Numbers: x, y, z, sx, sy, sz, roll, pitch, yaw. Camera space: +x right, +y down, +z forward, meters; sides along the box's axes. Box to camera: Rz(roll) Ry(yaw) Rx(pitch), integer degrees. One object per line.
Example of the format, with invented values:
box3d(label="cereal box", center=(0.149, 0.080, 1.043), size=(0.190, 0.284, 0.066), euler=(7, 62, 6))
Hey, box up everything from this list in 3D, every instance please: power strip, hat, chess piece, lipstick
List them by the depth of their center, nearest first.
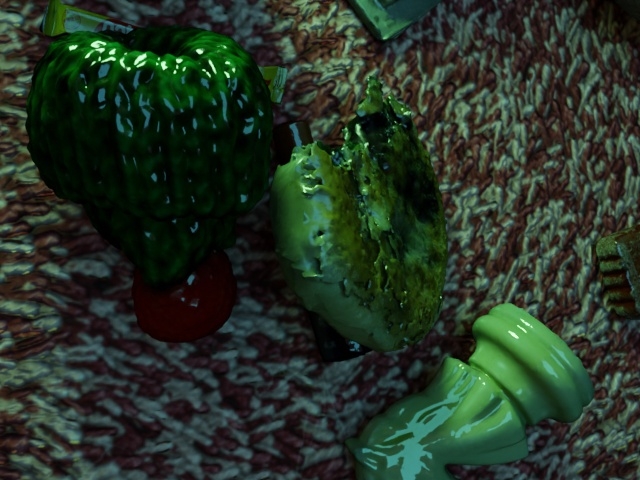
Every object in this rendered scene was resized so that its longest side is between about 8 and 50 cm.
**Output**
box3d(label="hat", center=(-0.172, -0.044, 0.687), size=(0.242, 0.274, 0.332), euler=(-4, 113, -12))
box3d(label="lipstick", center=(0.000, 0.000, 0.812), size=(0.081, 0.081, 0.300), euler=(-15, 89, -23))
box3d(label="chess piece", center=(0.182, 0.232, 0.833), size=(0.298, 0.176, 0.176), euler=(-39, 98, -8))
box3d(label="power strip", center=(0.099, -0.409, 0.914), size=(0.198, 0.064, 0.213), euler=(-42, 100, -19))

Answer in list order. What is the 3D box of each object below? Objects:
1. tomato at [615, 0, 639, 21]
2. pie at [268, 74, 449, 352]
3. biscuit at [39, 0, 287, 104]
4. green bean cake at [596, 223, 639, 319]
box3d(label="tomato", center=(0.570, -0.468, 0.981), size=(0.282, 0.317, 0.317), euler=(-11, 87, 1))
box3d(label="pie", center=(0.068, -0.023, 0.780), size=(0.371, 0.078, 0.296), euler=(-50, 122, -52))
box3d(label="biscuit", center=(-0.180, -0.226, 0.799), size=(0.292, 0.026, 0.048), euler=(12, 98, -20))
box3d(label="green bean cake", center=(0.497, 0.044, 1.020), size=(0.135, 0.056, 0.136), euler=(-17, 90, -24))
